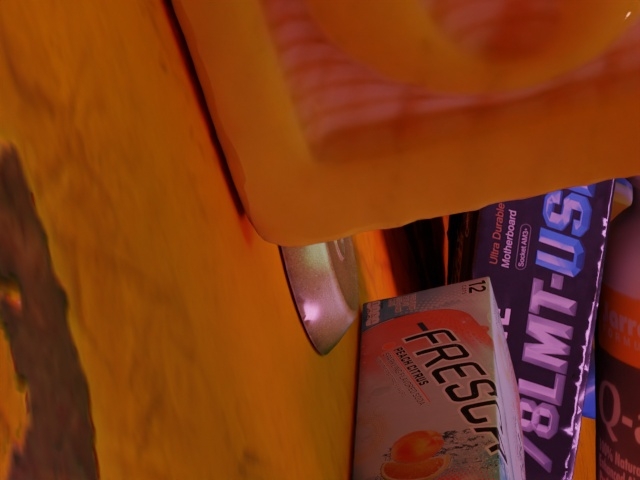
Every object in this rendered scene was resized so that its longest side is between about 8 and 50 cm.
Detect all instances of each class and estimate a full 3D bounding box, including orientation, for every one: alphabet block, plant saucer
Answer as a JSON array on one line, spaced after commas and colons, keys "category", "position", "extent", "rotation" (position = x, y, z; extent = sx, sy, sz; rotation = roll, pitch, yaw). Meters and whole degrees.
[{"category": "alphabet block", "position": [0.048, -0.140, 0.629], "extent": [0.197, 0.193, 0.192], "rotation": [-87, 161, -56]}, {"category": "plant saucer", "position": [0.000, 0.000, 0.699], "extent": [0.083, 0.015, 0.083], "rotation": [-13, 90, -81]}]

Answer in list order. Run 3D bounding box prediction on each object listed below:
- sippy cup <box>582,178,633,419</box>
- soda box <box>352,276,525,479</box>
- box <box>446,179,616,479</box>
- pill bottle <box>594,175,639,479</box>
[{"category": "sippy cup", "position": [0.219, -0.005, 1.266], "extent": [0.305, 0.240, 0.224], "rotation": [44, 32, -68]}, {"category": "soda box", "position": [0.048, 0.087, 0.738], "extent": [0.183, 0.058, 0.063], "rotation": [-85, 161, -62]}, {"category": "box", "position": [0.110, -0.067, 1.012], "extent": [0.293, 0.073, 0.295], "rotation": [-87, -179, -63]}, {"category": "pill bottle", "position": [0.218, 0.063, 0.964], "extent": [0.162, 0.162, 0.278], "rotation": [-69, 156, -73]}]
